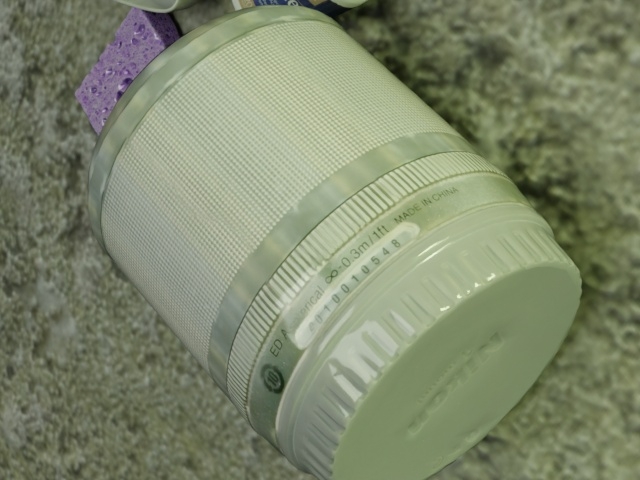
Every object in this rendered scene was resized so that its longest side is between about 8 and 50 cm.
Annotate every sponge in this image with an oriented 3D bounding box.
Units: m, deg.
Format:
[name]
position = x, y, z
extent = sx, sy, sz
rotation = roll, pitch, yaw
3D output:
[sponge]
position = -0.119, -0.075, 1.110
extent = 0.117, 0.031, 0.210
rotation = -46, 64, 37

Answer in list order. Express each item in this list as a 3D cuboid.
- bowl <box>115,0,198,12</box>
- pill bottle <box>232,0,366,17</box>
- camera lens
[bowl]
position = -0.128, -0.255, 1.081
extent = 0.142, 0.053, 0.142
rotation = 24, 112, 39
[pill bottle]
position = -0.001, -0.187, 0.960
extent = 0.120, 0.067, 0.067
rotation = -17, 83, 43
[camera lens]
position = 0.000, 0.000, 0.877
extent = 0.274, 0.219, 0.219
rotation = 46, 124, 30
